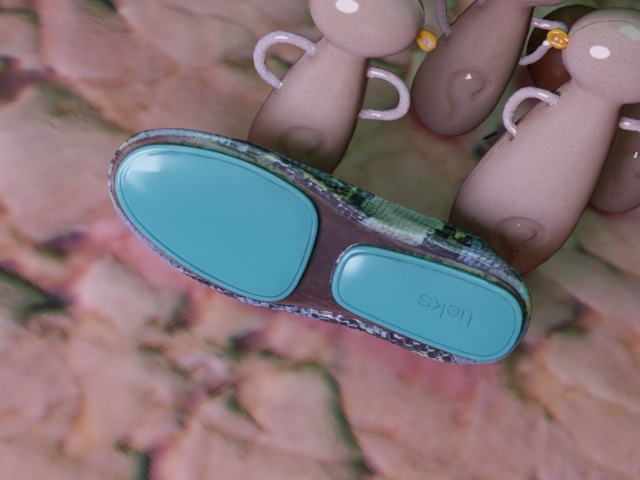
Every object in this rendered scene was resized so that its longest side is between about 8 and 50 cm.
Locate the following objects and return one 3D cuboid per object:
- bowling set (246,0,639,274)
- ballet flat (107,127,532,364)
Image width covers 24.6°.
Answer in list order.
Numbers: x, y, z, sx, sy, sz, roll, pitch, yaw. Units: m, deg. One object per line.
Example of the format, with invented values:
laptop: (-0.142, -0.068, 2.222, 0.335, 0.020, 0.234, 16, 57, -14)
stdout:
bowling set: (0.119, -0.086, 0.688, 0.287, 0.154, 0.200, 21, 46, -8)
ballet flat: (0.000, 0.000, 0.630, 0.188, 0.070, 0.070, 25, 45, -6)
